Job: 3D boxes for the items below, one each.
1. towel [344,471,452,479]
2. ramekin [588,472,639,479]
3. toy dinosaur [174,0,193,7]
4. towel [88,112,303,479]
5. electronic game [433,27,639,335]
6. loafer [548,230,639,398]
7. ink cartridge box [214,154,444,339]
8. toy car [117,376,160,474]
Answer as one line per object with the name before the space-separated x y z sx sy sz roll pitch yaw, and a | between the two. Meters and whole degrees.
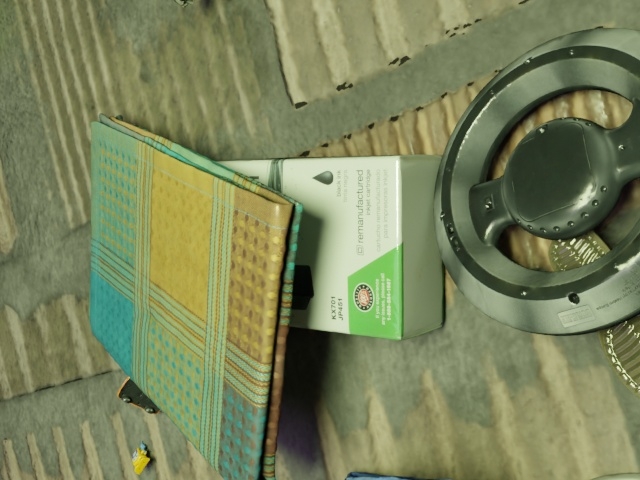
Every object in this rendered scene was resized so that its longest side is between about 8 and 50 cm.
towel | 0.113 0.342 0.593 0.336 0.040 0.243 67 162 10
ramekin | 0.235 0.286 0.546 0.207 0.109 0.207 4 98 33
toy dinosaur | -0.189 -0.379 0.762 0.218 0.164 0.322 -23 63 18
towel | -0.139 0.042 0.727 0.370 0.040 0.271 26 116 49
electronic game | 0.177 -0.045 0.552 0.229 0.048 0.229 -19 62 42
loafer | 0.225 0.052 0.550 0.056 0.050 0.148 -39 62 30
ink cartridge box | 0.000 0.000 0.683 0.208 0.087 0.153 2 96 34
toy car | -0.216 0.203 0.868 0.040 0.060 0.122 40 112 59
